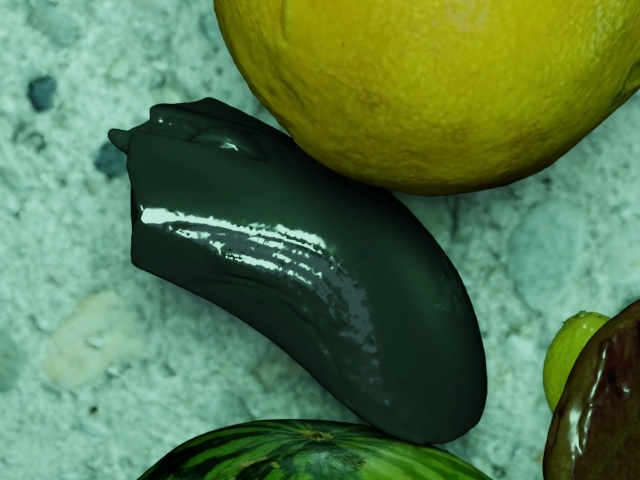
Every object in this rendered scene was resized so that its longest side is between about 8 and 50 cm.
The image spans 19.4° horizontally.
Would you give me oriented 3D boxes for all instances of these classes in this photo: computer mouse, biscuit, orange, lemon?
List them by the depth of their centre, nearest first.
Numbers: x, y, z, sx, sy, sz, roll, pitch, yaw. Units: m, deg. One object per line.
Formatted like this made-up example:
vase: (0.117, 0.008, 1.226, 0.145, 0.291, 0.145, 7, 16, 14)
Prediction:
orange: (0.069, -0.148, 0.947, 0.261, 0.261, 0.261, 0, 105, 1)
computer mouse: (0.000, 0.000, 1.041, 0.264, 0.147, 0.088, 31, 125, -6)
biscuit: (0.200, 0.116, 1.068, 0.049, 0.192, 0.192, 10, 110, 44)
lemon: (0.164, 0.085, 1.105, 0.065, 0.065, 0.092, -13, 95, 5)

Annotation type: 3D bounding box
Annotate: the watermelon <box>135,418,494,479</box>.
watermelon: (0.002, 0.237, 1.036, 0.285, 0.285, 0.285, 0, 105, 1)
